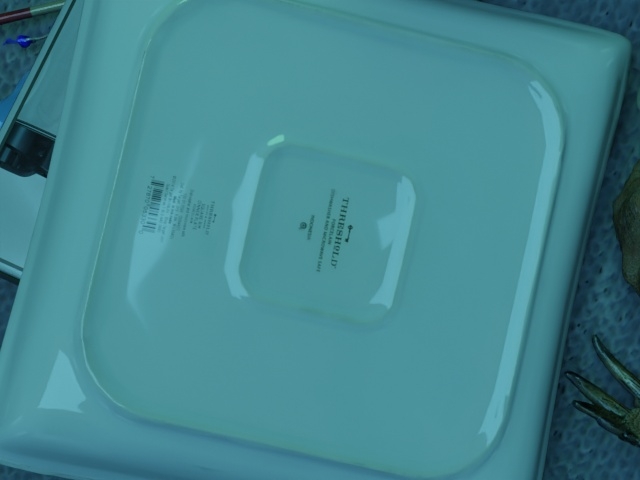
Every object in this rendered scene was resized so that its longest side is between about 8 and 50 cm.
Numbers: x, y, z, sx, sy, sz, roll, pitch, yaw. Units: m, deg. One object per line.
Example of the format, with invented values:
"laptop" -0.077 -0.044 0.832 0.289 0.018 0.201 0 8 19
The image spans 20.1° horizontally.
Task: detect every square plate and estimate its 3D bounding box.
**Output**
"square plate" 0.000 0.000 1.092 0.344 0.049 0.347 13 85 -9

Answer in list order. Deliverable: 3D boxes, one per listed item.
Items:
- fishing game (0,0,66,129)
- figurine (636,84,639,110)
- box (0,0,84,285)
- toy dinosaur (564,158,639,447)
"fishing game" -0.146 -0.044 1.236 0.189 0.041 0.264 -14 80 3
"figurine" 0.301 -0.104 1.051 0.209 0.092 0.215 30 52 -16
"box" -0.098 -0.084 1.173 0.169 0.087 0.290 25 83 10
"toy dinosaur" 0.231 0.022 1.122 0.127 0.200 0.295 8 63 -25
